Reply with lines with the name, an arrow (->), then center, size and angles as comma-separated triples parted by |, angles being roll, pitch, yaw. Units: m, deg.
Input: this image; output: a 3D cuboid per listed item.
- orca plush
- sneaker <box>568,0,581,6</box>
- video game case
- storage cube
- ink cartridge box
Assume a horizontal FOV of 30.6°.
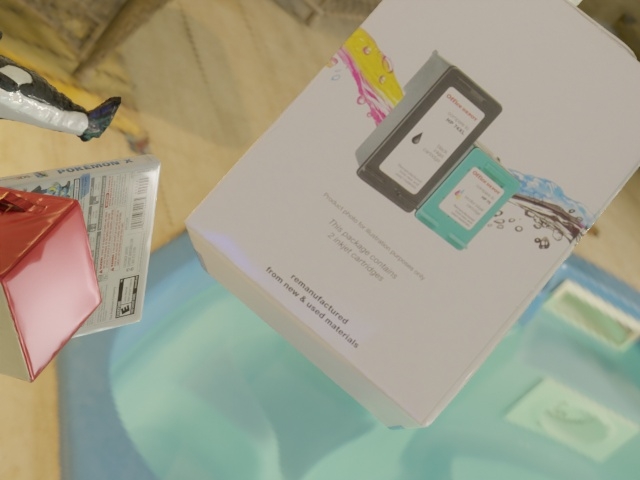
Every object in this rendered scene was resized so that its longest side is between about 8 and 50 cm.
orca plush -> -0.367, -0.203, 1.354 | 0.287, 0.151, 0.102 | 11, 77, -28
sneaker -> 0.265, -0.265, 0.912 | 0.323, 0.236, 0.130 | 0, 74, -16
video game case -> -0.415, 0.026, 1.924 | 0.300, 0.329, 0.036 | -13, 39, -36
storage cube -> -0.449, 0.056, 1.653 | 0.184, 0.215, 0.193 | 9, 38, 20
ink cartridge box -> 0.072, -0.034, 0.813 | 0.197, 0.270, 0.198 | 40, -9, 4
